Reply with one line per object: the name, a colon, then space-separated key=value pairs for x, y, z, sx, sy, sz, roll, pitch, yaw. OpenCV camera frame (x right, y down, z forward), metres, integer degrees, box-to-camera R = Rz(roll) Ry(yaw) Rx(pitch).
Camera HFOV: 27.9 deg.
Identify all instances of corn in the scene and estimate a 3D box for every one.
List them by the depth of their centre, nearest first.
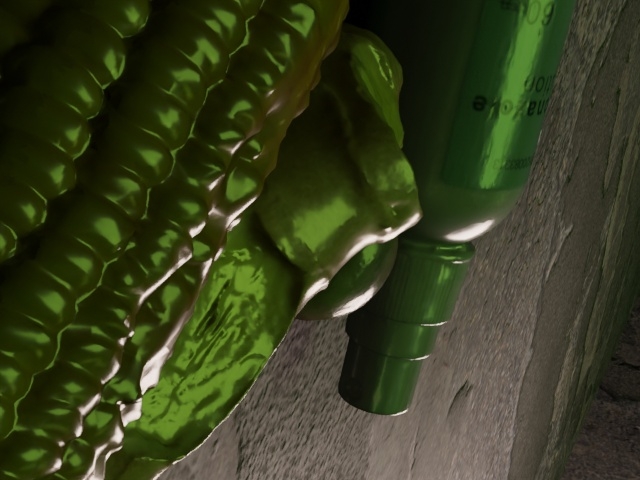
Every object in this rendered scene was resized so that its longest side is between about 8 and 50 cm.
corn: x=-0.080 y=-0.011 z=0.351 sx=0.363 sy=0.120 sz=0.120 roll=-66 pitch=161 yaw=-11

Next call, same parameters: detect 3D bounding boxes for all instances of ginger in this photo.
ginger: x=-0.071 y=0.029 z=0.440 sx=0.294 sy=0.131 sz=0.086 roll=-51 pitch=148 yaw=-16

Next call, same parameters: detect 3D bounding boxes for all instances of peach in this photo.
peach: x=-0.002 y=0.000 z=0.646 sx=0.083 sy=0.083 sz=0.083 roll=-55 pitch=155 yaw=-40

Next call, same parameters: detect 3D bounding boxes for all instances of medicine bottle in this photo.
medicine bottle: x=0.069 y=-0.067 z=0.726 sx=0.110 sy=0.110 sz=0.351 roll=-29 pitch=135 yaw=-64
